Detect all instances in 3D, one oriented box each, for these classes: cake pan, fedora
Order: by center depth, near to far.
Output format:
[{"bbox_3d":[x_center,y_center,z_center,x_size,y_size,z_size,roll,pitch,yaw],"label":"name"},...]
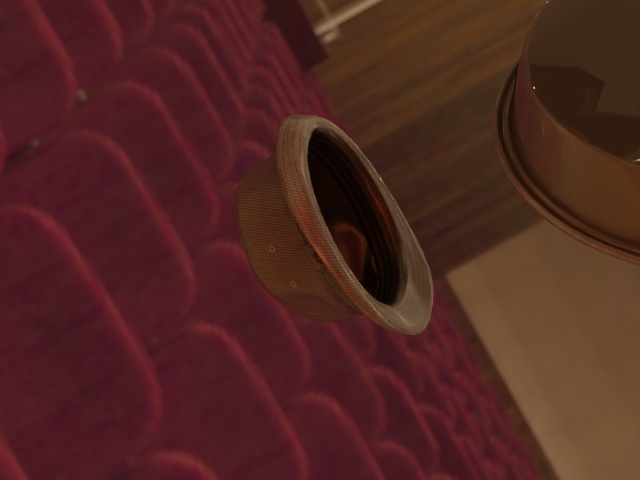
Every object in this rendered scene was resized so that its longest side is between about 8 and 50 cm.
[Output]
[{"bbox_3d":[0.246,-0.093,0.997,0.293,0.293,0.054,-117,-167,-48],"label":"cake pan"},{"bbox_3d":[0.000,0.000,1.873,0.275,0.124,0.244,53,26,-25],"label":"fedora"}]
